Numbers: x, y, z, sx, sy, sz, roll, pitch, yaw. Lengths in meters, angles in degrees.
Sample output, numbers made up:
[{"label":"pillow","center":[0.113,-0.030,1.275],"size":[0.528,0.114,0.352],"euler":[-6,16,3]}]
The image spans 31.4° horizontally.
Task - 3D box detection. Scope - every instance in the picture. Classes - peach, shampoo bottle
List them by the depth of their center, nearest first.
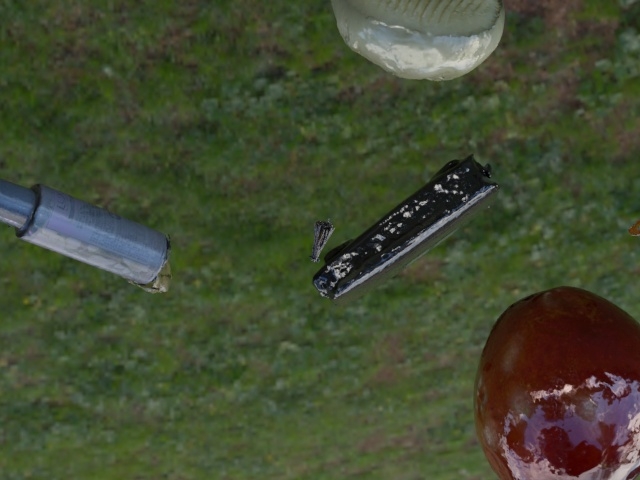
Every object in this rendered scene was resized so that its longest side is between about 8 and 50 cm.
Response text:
[{"label":"peach","center":[0.263,0.158,1.215],"size":[0.199,0.243,0.243],"euler":[0,150,0]},{"label":"shampoo bottle","center":[-0.278,-0.013,1.285],"size":[0.214,0.072,0.072],"euler":[23,138,-32]}]

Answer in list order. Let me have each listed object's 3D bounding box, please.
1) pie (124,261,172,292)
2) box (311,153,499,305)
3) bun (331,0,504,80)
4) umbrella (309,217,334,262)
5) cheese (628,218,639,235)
[{"label":"pie","center":[-0.294,0.033,1.863],"size":[0.128,0.068,0.282],"euler":[36,177,-4]},{"label":"box","center":[0.147,-0.007,1.977],"size":[0.350,0.091,0.359],"euler":[-36,172,1]},{"label":"bun","center":[0.143,-0.334,1.756],"size":[0.287,0.287,0.146],"euler":[0,126,-14]},{"label":"umbrella","center":[0.000,-0.001,1.712],"size":[0.031,0.020,0.083],"euler":[11,129,-10]},{"label":"cheese","center":[0.463,-0.007,1.523],"size":[0.047,0.111,0.017],"euler":[-39,125,-21]}]
